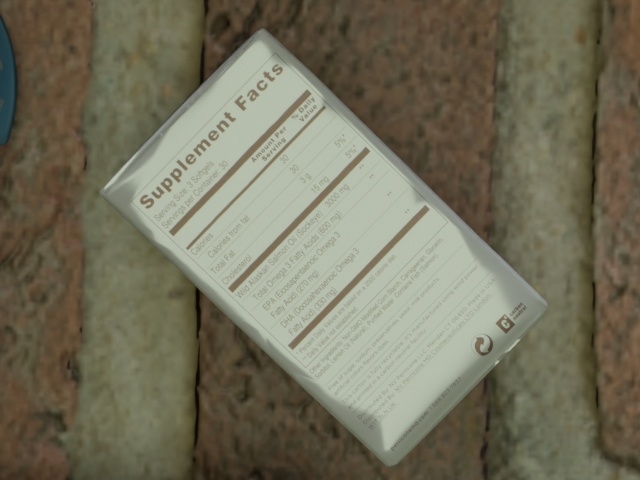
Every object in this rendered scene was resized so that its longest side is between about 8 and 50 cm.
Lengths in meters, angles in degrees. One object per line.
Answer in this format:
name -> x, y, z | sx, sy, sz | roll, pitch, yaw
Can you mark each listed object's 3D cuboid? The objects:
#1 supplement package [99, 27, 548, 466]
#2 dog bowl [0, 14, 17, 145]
supplement package -> 0.000, 0.000, 0.753 | 0.179, 0.105, 0.105 | 44, 92, -5
dog bowl -> -0.236, -0.009, 0.730 | 0.166, 0.074, 0.297 | 9, 83, -2
